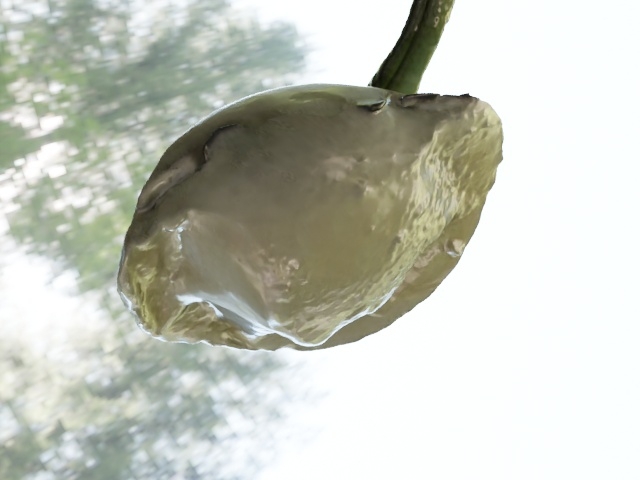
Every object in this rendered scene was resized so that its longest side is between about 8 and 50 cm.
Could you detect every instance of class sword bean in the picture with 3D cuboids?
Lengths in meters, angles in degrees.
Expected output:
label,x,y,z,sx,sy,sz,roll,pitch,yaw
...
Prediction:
label,x,y,z,sx,sy,sz,roll,pitch,yaw
sword bean,0.049,-0.108,1.360,0.043,0.038,0.269,41,-56,23

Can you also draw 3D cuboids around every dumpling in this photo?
label,x,y,z,sx,sy,sz,roll,pitch,yaw
dumpling,-0.001,0.004,1.319,0.243,0.175,0.227,1,-44,13
